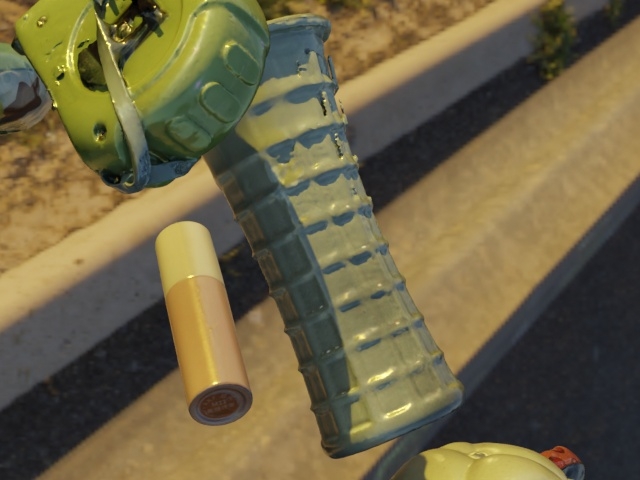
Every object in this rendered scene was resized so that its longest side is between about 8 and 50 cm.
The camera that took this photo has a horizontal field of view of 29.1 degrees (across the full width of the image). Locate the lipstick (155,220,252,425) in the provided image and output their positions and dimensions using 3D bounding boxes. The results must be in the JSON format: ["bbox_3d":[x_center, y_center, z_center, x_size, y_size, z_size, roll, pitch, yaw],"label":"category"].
[{"bbox_3d":[-0.133,0.087,1.375,0.070,0.070,0.254,47,17,-43],"label":"lipstick"}]

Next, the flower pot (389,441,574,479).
[{"bbox_3d":[0.145,0.294,1.028,0.246,0.195,0.246,-13,121,-23],"label":"flower pot"}]

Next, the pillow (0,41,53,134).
[{"bbox_3d":[-0.377,-0.142,1.252,0.214,0.233,0.086,-12,92,-9],"label":"pillow"}]

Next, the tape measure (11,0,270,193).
[{"bbox_3d":[-0.109,-0.115,0.781,0.087,0.154,0.177,40,14,-52],"label":"tape measure"}]

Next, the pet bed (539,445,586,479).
[{"bbox_3d":[0.227,0.317,1.385,0.201,0.053,0.201,-34,146,-28],"label":"pet bed"}]

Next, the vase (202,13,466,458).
[{"bbox_3d":[0.000,0.000,0.894,0.143,0.143,0.299,-17,82,-54],"label":"vase"}]
